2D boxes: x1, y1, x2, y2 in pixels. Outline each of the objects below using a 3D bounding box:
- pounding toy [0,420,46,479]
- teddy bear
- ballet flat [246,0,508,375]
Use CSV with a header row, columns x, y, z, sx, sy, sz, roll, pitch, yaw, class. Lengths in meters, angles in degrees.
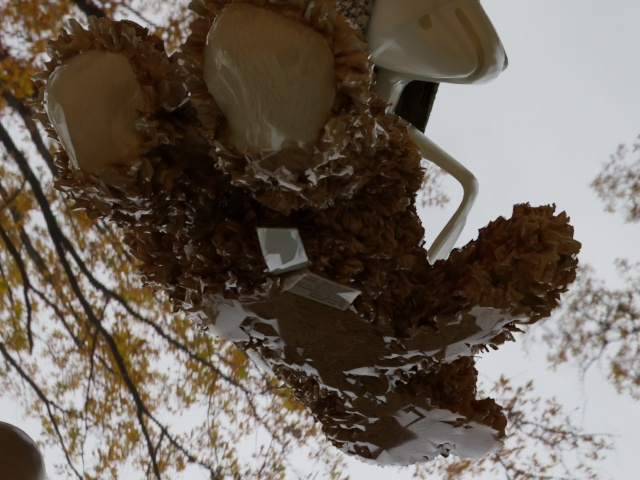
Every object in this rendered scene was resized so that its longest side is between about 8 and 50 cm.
x,y,z,sx,sy,sz,roll,pitch,yaw,class
-0.259,0.098,0.371,0.237,0.110,0.183,35,-89,25,pounding toy
0.000,0.000,0.434,0.338,0.245,0.113,39,-138,-31,teddy bear
0.054,-0.087,0.659,0.182,0.483,0.164,24,-159,36,ballet flat
